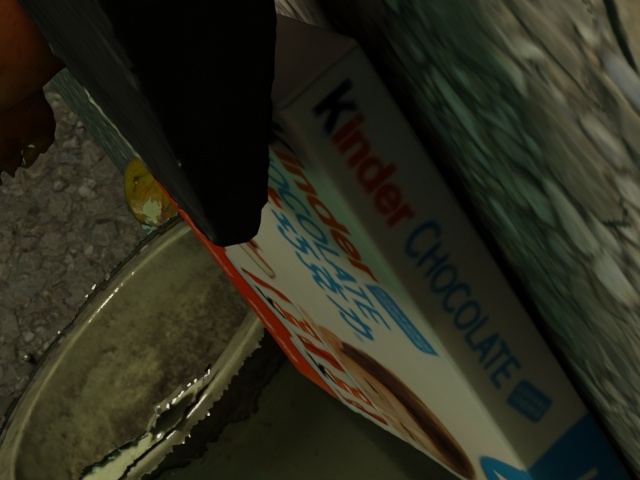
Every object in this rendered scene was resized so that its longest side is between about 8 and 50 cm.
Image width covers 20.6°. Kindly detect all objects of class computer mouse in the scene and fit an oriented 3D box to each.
[{"bbox_3d":[-0.069,-0.121,0.560,0.168,0.087,0.295,49,169,28],"label":"computer mouse"}]

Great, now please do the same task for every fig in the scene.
[{"bbox_3d":[-0.134,-0.051,1.565,0.098,0.082,0.084,108,161,-64],"label":"fig"}]

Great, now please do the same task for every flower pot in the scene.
[{"bbox_3d":[-0.041,0.135,1.143,0.259,0.290,0.290,42,178,-23],"label":"flower pot"}]

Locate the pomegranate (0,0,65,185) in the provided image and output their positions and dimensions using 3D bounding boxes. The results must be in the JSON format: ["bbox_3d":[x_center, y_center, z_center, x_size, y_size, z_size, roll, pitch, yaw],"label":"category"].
[{"bbox_3d":[-0.200,-0.150,0.891,0.207,0.207,0.207,52,174,8],"label":"pomegranate"}]

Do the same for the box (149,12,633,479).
[{"bbox_3d":[0.000,0.000,0.792,0.265,0.048,0.273,27,156,56],"label":"box"}]
